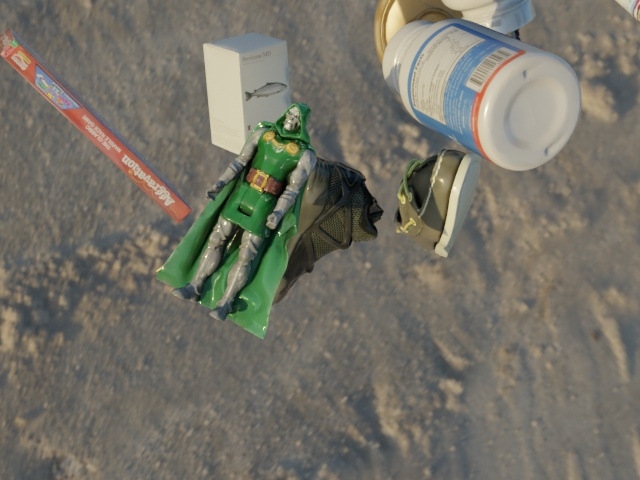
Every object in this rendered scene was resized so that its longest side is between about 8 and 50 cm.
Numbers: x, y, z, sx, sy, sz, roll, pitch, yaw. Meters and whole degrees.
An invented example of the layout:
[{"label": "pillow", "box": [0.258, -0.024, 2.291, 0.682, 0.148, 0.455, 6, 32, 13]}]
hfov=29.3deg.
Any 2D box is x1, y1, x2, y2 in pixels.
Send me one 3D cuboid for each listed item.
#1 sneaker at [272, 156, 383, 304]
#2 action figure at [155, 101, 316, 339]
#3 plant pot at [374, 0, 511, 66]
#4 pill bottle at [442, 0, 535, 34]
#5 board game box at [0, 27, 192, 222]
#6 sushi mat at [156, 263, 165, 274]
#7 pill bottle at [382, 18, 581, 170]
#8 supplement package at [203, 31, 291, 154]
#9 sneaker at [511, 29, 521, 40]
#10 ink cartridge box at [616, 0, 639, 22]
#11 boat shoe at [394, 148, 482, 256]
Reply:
[{"label": "sneaker", "box": [0.000, 0.000, 1.530, 0.130, 0.227, 0.087, 11, 34, -23]}, {"label": "action figure", "box": [-0.068, -0.035, 1.237, 0.137, 0.063, 0.232, 27, 93, 15]}, {"label": "plant pot", "box": [0.185, -0.330, 1.944, 0.236, 0.236, 0.032, 49, 31, 9]}, {"label": "pill bottle", "box": [0.189, -0.362, 1.509, 0.121, 0.121, 0.216, -37, 114, -34]}, {"label": "board game box", "box": [-0.270, -0.137, 1.455, 0.027, 0.145, 0.281, -45, 112, -2]}, {"label": "sushi mat", "box": [-0.117, -0.019, 2.018, 0.019, 0.316, 0.151, 60, 18, 23]}, {"label": "pill bottle", "box": [0.160, -0.163, 1.288, 0.124, 0.124, 0.221, -8, 25, -26]}, {"label": "supplement package", "box": [-0.120, -0.247, 2.056, 0.105, 0.179, 0.105, -20, 29, -33]}, {"label": "sneaker", "box": [0.309, -0.321, 2.058, 0.162, 0.106, 0.281, 39, 39, 3]}, {"label": "ink cartridge box", "box": [0.355, -0.199, 0.890, 0.197, 0.198, 0.270, 15, 32, -40]}, {"label": "boat shoe", "box": [0.140, -0.051, 1.529, 0.091, 0.305, 0.109, 25, 80, 7]}]
